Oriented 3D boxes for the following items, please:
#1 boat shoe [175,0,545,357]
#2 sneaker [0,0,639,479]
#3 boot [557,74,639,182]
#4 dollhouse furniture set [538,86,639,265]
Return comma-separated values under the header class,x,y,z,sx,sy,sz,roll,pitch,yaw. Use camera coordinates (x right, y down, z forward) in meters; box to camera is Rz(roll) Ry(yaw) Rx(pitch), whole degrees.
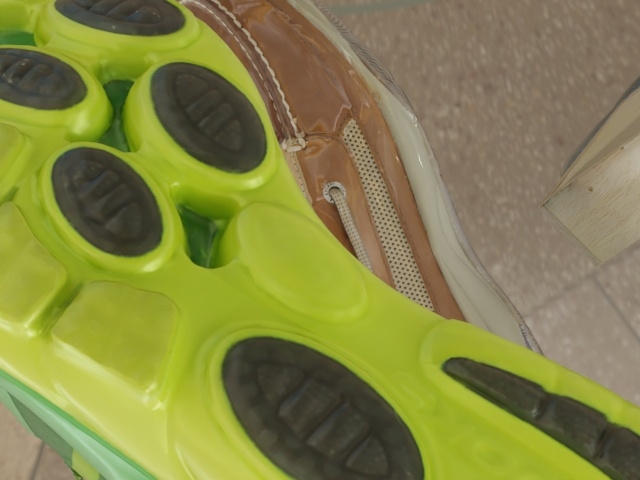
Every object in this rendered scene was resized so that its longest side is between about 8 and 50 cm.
class,x,y,z,sx,sy,sz,roll,pitch,yaw
boat shoe,0.000,0.000,0.828,0.116,0.123,0.324,-26,76,-28
sneaker,-0.022,0.044,0.385,0.295,0.109,0.123,42,146,22
boot,0.234,-0.112,1.076,0.208,0.076,0.190,-43,146,17
dollhouse furniture set,0.255,0.008,0.762,0.242,0.212,0.161,44,145,-3
